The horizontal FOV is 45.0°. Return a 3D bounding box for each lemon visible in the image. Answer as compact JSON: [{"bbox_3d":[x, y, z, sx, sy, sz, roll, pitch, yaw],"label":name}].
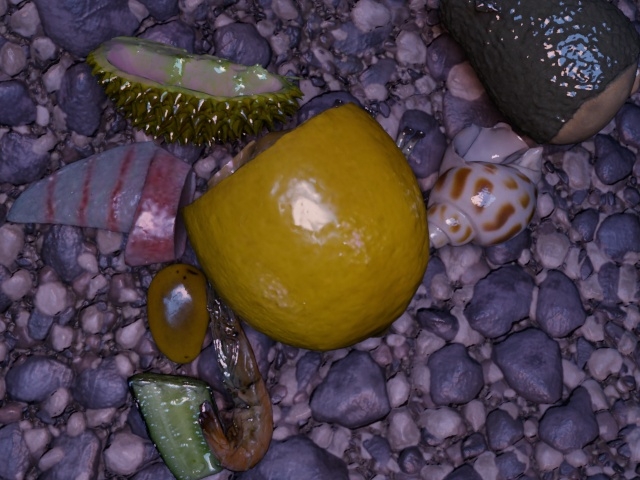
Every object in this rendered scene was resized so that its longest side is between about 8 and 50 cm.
[{"bbox_3d":[0.000,0.000,1.121,0.364,0.364,0.364,1,86,-8],"label":"lemon"}]

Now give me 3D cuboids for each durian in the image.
[{"bbox_3d":[-0.201,-0.241,1.211,0.351,0.158,0.169,11,72,-3],"label":"durian"}]

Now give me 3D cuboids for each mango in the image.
[{"bbox_3d":[-0.221,0.116,1.218,0.103,0.076,0.161,-2,94,-15],"label":"mango"}]

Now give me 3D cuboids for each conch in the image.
[{"bbox_3d":[0.253,-0.072,1.244,0.275,0.149,0.183,-26,55,-40],"label":"conch"}]

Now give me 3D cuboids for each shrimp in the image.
[{"bbox_3d":[-0.144,0.210,1.167,0.058,0.169,0.296,-13,102,26],"label":"shrimp"}]

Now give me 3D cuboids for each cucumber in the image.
[{"bbox_3d":[-0.212,0.277,1.203,0.115,0.086,0.193,-21,95,-8],"label":"cucumber"}]

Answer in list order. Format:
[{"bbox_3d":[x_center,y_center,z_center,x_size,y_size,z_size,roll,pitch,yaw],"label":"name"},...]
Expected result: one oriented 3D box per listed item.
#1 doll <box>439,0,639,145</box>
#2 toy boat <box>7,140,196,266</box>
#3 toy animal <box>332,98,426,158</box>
[{"bbox_3d":[0.346,-0.321,1.251,0.349,0.247,0.247,43,81,7],"label":"doll"},{"bbox_3d":[-0.347,-0.064,1.220,0.282,0.096,0.206,4,78,5],"label":"toy boat"},{"bbox_3d":[0.087,-0.120,1.280,0.217,0.073,0.176,25,97,-1],"label":"toy animal"}]
